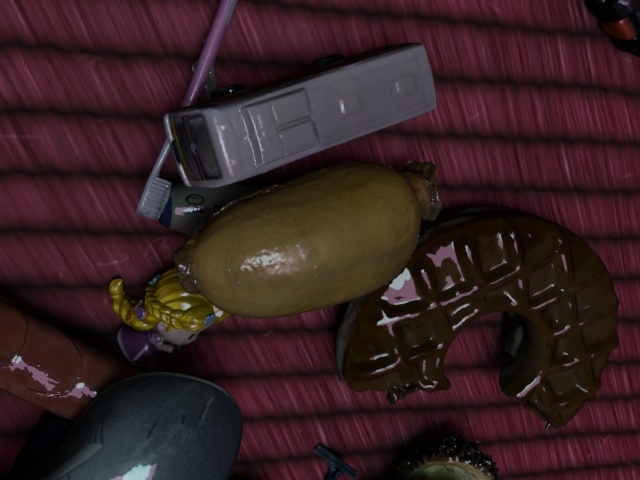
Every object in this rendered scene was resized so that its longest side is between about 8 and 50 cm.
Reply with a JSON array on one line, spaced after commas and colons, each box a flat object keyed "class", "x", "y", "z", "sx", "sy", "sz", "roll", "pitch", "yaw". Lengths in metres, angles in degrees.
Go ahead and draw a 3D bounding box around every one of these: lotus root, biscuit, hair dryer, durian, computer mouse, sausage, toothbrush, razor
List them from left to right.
[{"class": "sausage", "x": -0.329, "y": 0.095, "z": 0.679, "sx": 0.433, "sy": 0.088, "sz": 0.088, "roll": 34, "pitch": 99, "yaw": -12}, {"class": "computer mouse", "x": -0.226, "y": 0.281, "z": 0.642, "sx": 0.379, "sy": 0.090, "sz": 0.167, "roll": -44, "pitch": 111, "yaw": -4}, {"class": "toothbrush", "x": -0.120, "y": -0.155, "z": 0.668, "sx": 0.025, "sy": 0.020, "sz": 0.286, "roll": 21, "pitch": 92, "yaw": 5}, {"class": "hair dryer", "x": -0.078, "y": -0.094, "z": 0.729, "sx": 0.167, "sy": 0.067, "sz": 0.199, "roll": 13, "pitch": 91, "yaw": -28}, {"class": "razor", "x": -0.003, "y": 0.367, "z": 0.919, "sx": 0.066, "sy": 0.033, "sz": 0.190, "roll": 28, "pitch": 109, "yaw": 24}, {"class": "lotus root", "x": 0.002, "y": 0.001, "z": 0.679, "sx": 0.303, "sy": 0.146, "sz": 0.131, "roll": -19, "pitch": 78, "yaw": -28}, {"class": "durian", "x": 0.141, "y": 0.343, "z": 0.880, "sx": 0.196, "sy": 0.196, "sz": 0.167, "roll": -16, "pitch": 104, "yaw": -9}, {"class": "biscuit", "x": 0.202, "y": 0.089, "z": 0.825, "sx": 0.366, "sy": 0.115, "sz": 0.268, "roll": 13, "pitch": 106, "yaw": -20}]

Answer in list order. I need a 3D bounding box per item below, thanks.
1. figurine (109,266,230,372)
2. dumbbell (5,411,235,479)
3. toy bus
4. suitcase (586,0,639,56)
[{"class": "figurine", "x": -0.158, "y": 0.060, "z": 0.734, "sx": 0.156, "sy": 0.095, "sz": 0.115, "roll": -39, "pitch": 96, "yaw": 21}, {"class": "dumbbell", "x": -0.201, "y": 0.315, "z": 0.785, "sx": 0.316, "sy": 0.156, "sz": 0.144, "roll": 33, "pitch": 69, "yaw": -23}, {"class": "toy bus", "x": -0.012, "y": -0.126, "z": 0.670, "sx": 0.268, "sy": 0.106, "sz": 0.092, "roll": -23, "pitch": 108, "yaw": -25}, {"class": "suitcase", "x": 0.338, "y": -0.362, "z": 0.719, "sx": 0.285, "sy": 0.066, "sz": 0.206, "roll": 41, "pitch": 96, "yaw": -24}]
